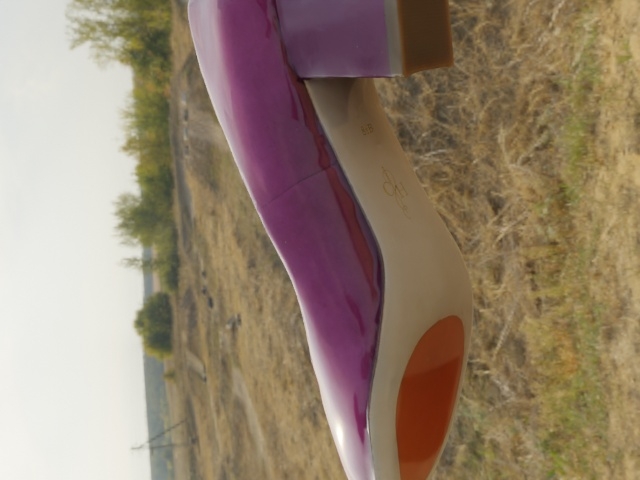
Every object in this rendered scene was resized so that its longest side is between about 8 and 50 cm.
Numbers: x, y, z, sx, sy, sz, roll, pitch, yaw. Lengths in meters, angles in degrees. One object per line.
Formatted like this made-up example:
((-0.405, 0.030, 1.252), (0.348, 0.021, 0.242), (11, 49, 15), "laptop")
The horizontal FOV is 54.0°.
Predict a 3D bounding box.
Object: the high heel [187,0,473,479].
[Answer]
((0.000, 0.000, 0.432), (0.181, 0.127, 0.378), (7, 103, 39), "high heel")
